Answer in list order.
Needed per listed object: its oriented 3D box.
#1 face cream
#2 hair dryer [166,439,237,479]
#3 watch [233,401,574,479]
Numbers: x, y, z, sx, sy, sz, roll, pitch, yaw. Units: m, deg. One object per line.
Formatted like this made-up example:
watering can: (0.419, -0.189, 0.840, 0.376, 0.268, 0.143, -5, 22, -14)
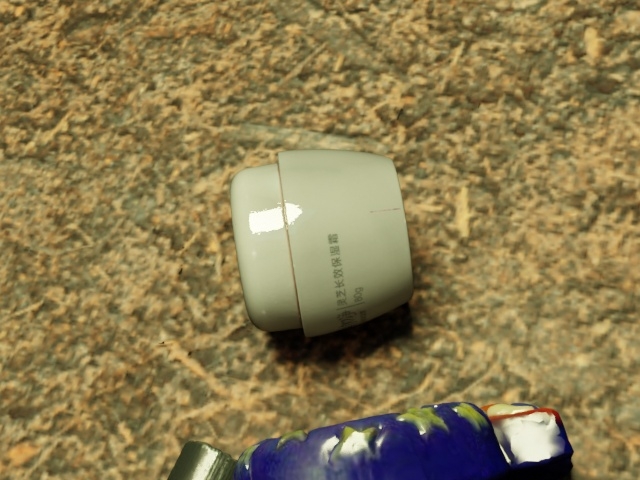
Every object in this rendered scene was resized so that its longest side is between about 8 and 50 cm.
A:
face cream: (0.000, 0.000, 0.724, 0.104, 0.117, 0.117, -8, 59, -2)
hair dryer: (-0.160, 0.183, 0.705, 0.194, 0.050, 0.173, 16, 63, 25)
watch: (0.046, 0.188, 0.594, 0.196, 0.171, 0.200, -9, 74, 7)
